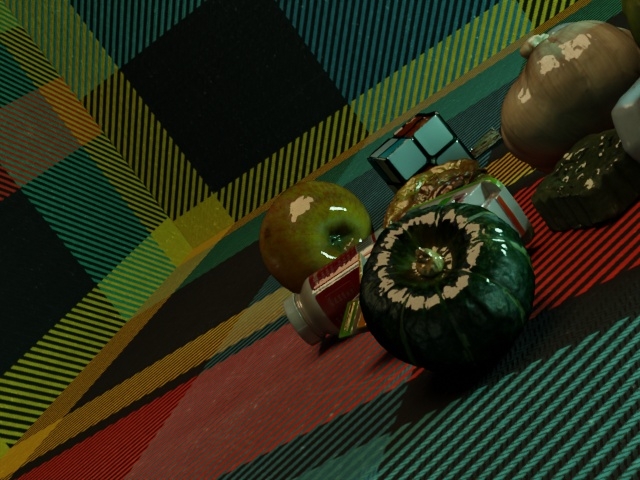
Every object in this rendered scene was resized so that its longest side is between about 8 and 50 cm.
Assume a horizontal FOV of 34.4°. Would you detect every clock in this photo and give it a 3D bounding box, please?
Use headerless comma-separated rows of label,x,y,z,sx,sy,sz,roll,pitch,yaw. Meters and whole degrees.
clock,0.170,0.051,1.697,0.309,0.166,0.235,-46,14,-35

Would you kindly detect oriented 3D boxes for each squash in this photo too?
squash,0.177,0.064,1.460,0.252,0.165,0.252,-12,52,15

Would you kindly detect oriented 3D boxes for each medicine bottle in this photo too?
medicine bottle,0.059,0.092,1.972,0.250,0.131,0.131,-35,11,12

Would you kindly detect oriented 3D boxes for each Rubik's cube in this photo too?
Rubik's cube,0.243,-0.192,2.497,0.180,0.167,0.183,-42,10,-7

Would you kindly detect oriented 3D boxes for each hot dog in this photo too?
hot dog,0.236,-0.069,2.140,0.272,0.122,0.196,-39,17,-22

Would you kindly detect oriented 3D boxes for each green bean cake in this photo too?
green bean cake,0.452,-0.101,1.685,0.185,0.094,0.183,-45,13,-17

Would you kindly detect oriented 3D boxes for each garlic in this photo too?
garlic,0.471,-0.254,1.873,0.322,0.322,0.241,-30,49,31

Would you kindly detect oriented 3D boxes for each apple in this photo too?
apple,0.000,0.000,2.252,0.264,0.264,0.264,-35,11,7

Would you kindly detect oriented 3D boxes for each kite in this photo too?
kite,0.380,-0.222,2.635,0.229,0.012,0.250,-45,13,-35

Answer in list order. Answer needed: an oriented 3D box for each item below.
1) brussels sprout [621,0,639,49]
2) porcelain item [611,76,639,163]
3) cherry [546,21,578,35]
brussels sprout,0.641,-0.392,1.662,0.289,0.355,0.281,-36,36,46
porcelain item,0.611,-0.222,1.443,0.242,0.178,0.405,-43,9,-28
cherry,0.536,-0.343,2.144,0.266,0.213,0.183,-48,-20,-14
